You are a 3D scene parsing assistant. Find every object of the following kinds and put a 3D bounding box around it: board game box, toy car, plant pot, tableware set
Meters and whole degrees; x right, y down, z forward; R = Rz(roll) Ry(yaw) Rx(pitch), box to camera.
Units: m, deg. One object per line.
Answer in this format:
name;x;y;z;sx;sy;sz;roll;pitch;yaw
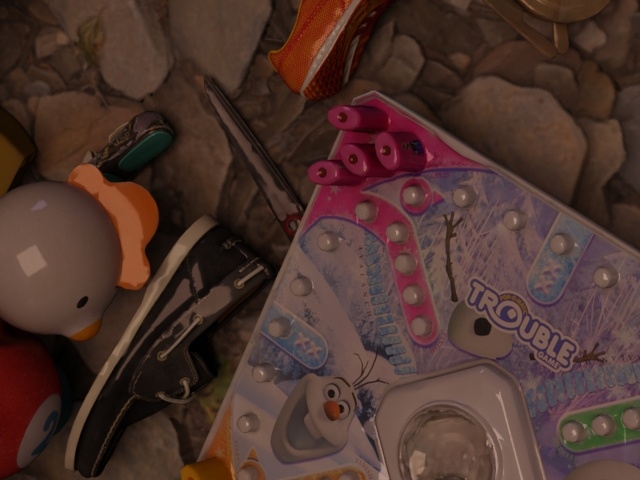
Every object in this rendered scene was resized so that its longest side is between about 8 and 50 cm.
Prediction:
board game box;0.088;0.152;1.171;0.390;0.050;0.390;35;112;29
toy car;-0.214;0.047;1.249;0.238;0.219;0.210;-28;86;16
plant pot;-0.273;-0.068;1.333;0.083;0.081;0.081;28;102;-2
tableware set;0.127;-0.226;1.210;0.194;0.039;0.128;42;71;4

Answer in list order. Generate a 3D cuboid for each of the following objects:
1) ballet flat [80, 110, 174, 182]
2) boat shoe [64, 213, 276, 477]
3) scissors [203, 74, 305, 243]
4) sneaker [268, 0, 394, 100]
ballet flat;-0.163;-0.061;1.324;0.114;0.041;0.041;-39;83;15
boat shoe;-0.120;0.095;1.295;0.079;0.084;0.233;35;103;3
scissors;0.000;0.000;1.288;0.109;0.021;0.297;-18;87;19
sneaker;0.022;-0.187;1.246;0.067;0.064;0.175;43;99;28
